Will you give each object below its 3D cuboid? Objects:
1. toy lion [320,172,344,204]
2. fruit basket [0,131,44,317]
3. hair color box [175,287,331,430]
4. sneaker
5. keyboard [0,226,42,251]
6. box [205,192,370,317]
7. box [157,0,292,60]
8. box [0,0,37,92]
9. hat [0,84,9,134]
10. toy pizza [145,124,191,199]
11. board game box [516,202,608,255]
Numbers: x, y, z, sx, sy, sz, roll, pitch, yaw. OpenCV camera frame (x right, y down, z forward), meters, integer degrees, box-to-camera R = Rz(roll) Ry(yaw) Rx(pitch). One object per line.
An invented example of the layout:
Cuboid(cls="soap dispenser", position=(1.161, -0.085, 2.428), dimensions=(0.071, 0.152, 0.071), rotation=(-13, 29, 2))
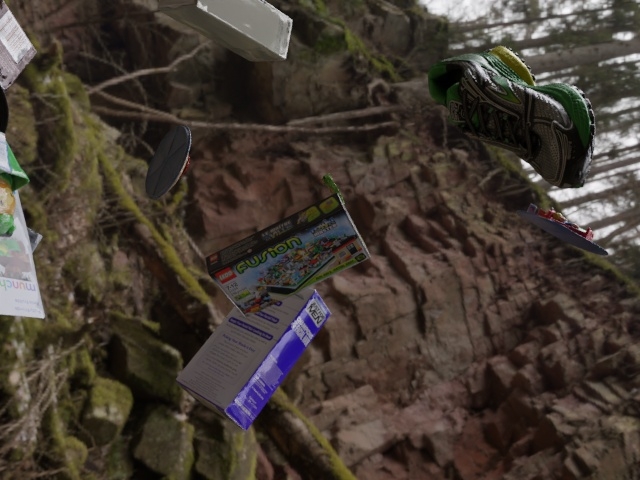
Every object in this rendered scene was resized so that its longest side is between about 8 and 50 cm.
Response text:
Cuboid(cls="toy lion", position=(0.038, -0.144, 1.839), dimensions=(0.100, 0.034, 0.096), rotation=(63, -5, -6))
Cuboid(cls="fruit basket", position=(-0.607, -0.050, 1.076), dimensions=(0.353, 0.165, 0.327), rotation=(65, 14, 21))
Cuboid(cls="hair color box", position=(-0.151, 0.245, 1.485), dimensions=(0.185, 0.339, 0.110), rotation=(17, -29, 41))
Cuboid(cls="sneaker", position=(0.270, -0.175, 0.942), dimensions=(0.343, 0.146, 0.134), rotation=(-120, -158, -51))
Cuboid(cls="keyboard", position=(-0.735, -0.046, 1.378), dimensions=(0.014, 0.256, 0.072), rotation=(-20, -138, 55))
Cuboid(cls="box", position=(-0.044, 0.024, 0.907), dimensions=(0.114, 0.207, 0.036), rotation=(58, 8, -44))
Cuboid(cls="box", position=(-0.183, -0.452, 1.286), dimensions=(0.113, 0.275, 0.094), rotation=(9, -93, 33))
Cuboid(cls="box", position=(-0.888, -0.499, 1.645), dimensions=(0.168, 0.203, 0.167), rotation=(71, 31, -51))
Cuboid(cls="hat", position=(-0.838, -0.271, 1.352), dimensions=(0.134, 0.331, 0.331), rotation=(-13, -89, 66))
Cuboid(cls="toy pizza", position=(-0.371, -0.191, 1.587), dimensions=(0.201, 0.032, 0.201), rotation=(-30, -132, 39))
Cuboid(cls="board game box", position=(0.429, -0.026, 1.119), dimensions=(0.033, 0.169, 0.133), rotation=(-63, -168, 2))
